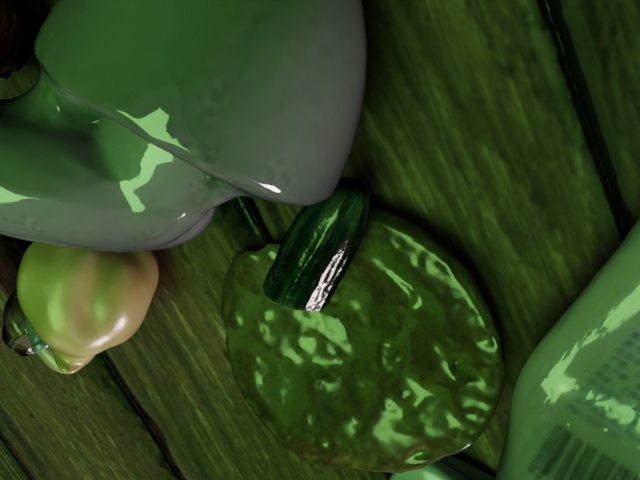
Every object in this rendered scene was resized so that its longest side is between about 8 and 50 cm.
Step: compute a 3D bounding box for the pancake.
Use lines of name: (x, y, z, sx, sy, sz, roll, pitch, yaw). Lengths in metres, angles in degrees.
pancake: (0.022, 0.077, 0.545, 0.222, 0.042, 0.236, 45, 124, 7)

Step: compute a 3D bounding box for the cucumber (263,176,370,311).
cucumber: (0.000, 0.000, 0.474, 0.048, 0.048, 0.105, 31, 122, 7)

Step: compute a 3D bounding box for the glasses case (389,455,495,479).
glasses case: (0.138, 0.227, 0.577, 0.178, 0.045, 0.067, 30, 126, 9)

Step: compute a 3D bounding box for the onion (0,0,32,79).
onion: (-0.276, -0.185, 0.510, 0.150, 0.150, 0.140, 10, 91, 22)

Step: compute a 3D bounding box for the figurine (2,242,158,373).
figurine: (-0.216, 0.056, 0.619, 0.108, 0.114, 0.196, 41, 137, -13)

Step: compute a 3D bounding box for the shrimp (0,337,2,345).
shrimp: (-0.340, 0.002, 0.660, 0.223, 0.047, 0.126, 62, 152, 11)

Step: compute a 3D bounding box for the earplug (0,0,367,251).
earplug: (-0.120, -0.079, 0.444, 0.325, 0.214, 0.175, -15, 83, 29)

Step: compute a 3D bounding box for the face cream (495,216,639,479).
face cream: (0.245, 0.087, 0.410, 0.235, 0.137, 0.420, 33, 119, 7)
